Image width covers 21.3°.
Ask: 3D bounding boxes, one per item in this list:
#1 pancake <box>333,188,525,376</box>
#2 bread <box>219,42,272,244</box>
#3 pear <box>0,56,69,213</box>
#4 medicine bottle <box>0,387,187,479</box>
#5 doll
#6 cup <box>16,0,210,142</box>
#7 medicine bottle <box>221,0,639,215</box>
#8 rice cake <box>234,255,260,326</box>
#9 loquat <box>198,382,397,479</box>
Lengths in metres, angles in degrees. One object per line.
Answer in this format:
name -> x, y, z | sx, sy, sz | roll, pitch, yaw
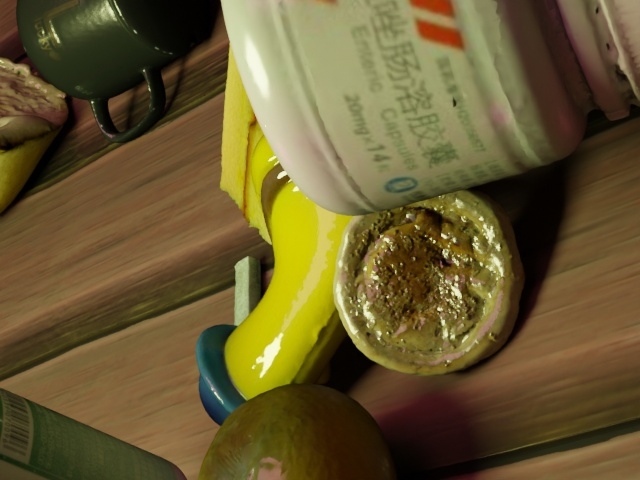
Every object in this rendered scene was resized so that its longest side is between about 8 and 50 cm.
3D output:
pancake -> 0.077, 0.026, 1.255 | 0.152, 0.025, 0.151 | 0, 89, 19
bread -> 0.010, -0.145, 1.549 | 0.167, 0.163, 0.264 | -130, 41, -56
pear -> -0.418, -0.100, 1.988 | 0.267, 0.267, 0.178 | -127, 38, -55
medicine bottle -> -0.193, 0.210, 1.325 | 0.133, 0.274, 0.133 | -35, 40, 37
doll -> 0.000, 0.000, 1.354 | 0.199, 0.145, 0.363 | 2, 71, 67
cup -> -0.213, -0.222, 1.826 | 0.177, 0.169, 0.223 | -19, 85, 37
medicine bottle -> 0.118, -0.171, 1.160 | 0.325, 0.256, 0.256 | -14, 49, 16
rice cake -> -0.064, 0.064, 1.501 | 0.022, 0.021, 0.121 | -41, 35, 35
loquat -> -0.015, 0.194, 1.222 | 0.152, 0.152, 0.195 | -34, 32, 34
